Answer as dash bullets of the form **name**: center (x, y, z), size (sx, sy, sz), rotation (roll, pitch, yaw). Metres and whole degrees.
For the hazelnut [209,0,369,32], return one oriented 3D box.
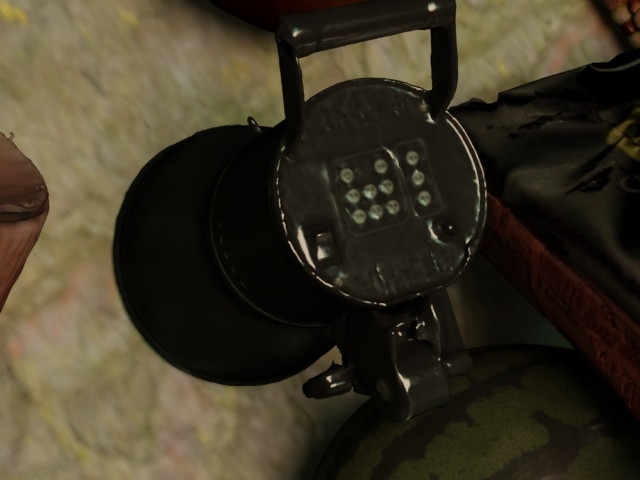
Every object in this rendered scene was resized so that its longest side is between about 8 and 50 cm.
- **hazelnut**: center (-0.003, -0.211, 0.615), size (0.208, 0.208, 0.208), rotation (3, 82, -21)

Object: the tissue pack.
- **tissue pack**: center (0.212, -0.015, 0.590), size (0.245, 0.332, 0.123), rotation (-13, 116, -9)

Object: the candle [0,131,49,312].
- **candle**: center (-0.286, -0.027, 0.466), size (0.287, 0.317, 0.131), rotation (34, 105, 23)

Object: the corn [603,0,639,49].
- **corn**: center (0.181, -0.217, 0.753), size (0.092, 0.092, 0.280), rotation (-40, 101, -21)

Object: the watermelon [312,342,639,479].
- **watermelon**: center (0.093, 0.154, 0.604), size (0.212, 0.212, 0.212), rotation (3, 82, -21)

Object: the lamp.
- **lamp**: center (0.000, 0.000, 0.575), size (0.147, 0.227, 0.172), rotation (-14, 88, -23)
